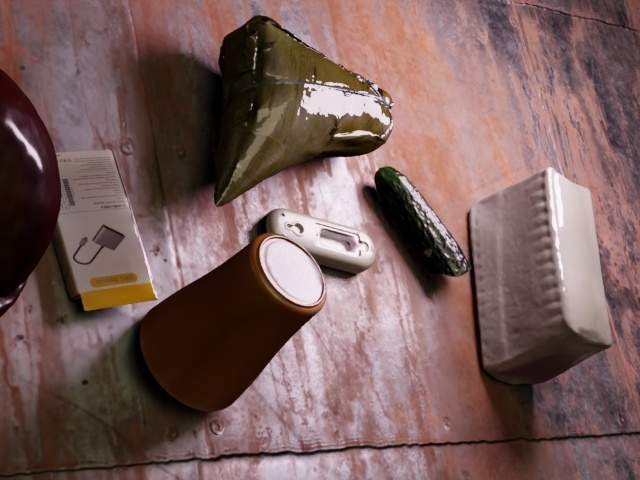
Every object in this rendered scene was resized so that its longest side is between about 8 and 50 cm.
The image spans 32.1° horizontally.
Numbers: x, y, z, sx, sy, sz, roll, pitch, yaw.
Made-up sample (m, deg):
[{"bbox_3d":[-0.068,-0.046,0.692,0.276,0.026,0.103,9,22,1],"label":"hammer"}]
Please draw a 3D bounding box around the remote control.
[{"bbox_3d":[0.000,0.000,1.853,0.222,0.042,0.078,16,59,-31],"label":"remote control"}]

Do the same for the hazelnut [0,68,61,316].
[{"bbox_3d":[-0.507,-0.079,1.261,0.429,0.402,0.402,6,63,-33],"label":"hazelnut"}]

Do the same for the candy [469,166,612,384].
[{"bbox_3d":[0.396,0.065,2.019,0.145,0.208,0.358,21,54,-36],"label":"candy"}]

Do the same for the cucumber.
[{"bbox_3d":[0.177,-0.032,1.988,0.074,0.074,0.241,-33,88,-43],"label":"cucumber"}]

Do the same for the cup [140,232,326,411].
[{"bbox_3d":[-0.106,0.110,1.578,0.226,0.264,0.182,-8,64,-52],"label":"cup"}]

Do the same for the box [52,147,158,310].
[{"bbox_3d":[-0.329,-0.015,1.613,0.129,0.033,0.247,-6,71,-40],"label":"box"}]

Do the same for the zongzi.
[{"bbox_3d":[-0.029,-0.155,1.832,0.323,0.160,0.360,23,54,-26],"label":"zongzi"}]
